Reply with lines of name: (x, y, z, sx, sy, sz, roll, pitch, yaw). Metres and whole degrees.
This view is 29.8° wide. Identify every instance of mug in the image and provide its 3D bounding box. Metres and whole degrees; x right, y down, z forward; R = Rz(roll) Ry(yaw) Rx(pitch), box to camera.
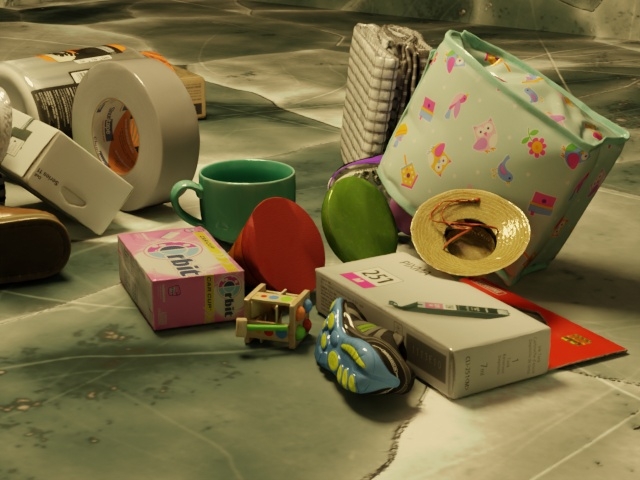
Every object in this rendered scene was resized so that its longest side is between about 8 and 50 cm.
mug: (-0.112, -0.049, 1.638, 0.158, 0.097, 0.129, 5, 19, 14)

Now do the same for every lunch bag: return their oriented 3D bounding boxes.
lunch bag: (0.211, -0.110, 1.505, 0.262, 0.223, 0.160, 39, 30, 24)

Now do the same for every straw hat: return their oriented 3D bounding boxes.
straw hat: (0.175, 0.009, 1.402, 0.144, 0.061, 0.144, -5, 45, 5)

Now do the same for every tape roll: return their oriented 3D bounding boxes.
tape roll: (-0.273, -0.156, 1.764, 0.219, 0.219, 0.072, 18, 24, 42)

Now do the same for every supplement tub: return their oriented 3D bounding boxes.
supplement tub: (-0.393, -0.219, 1.988, 0.193, 0.193, 0.316, 15, 23, 37)

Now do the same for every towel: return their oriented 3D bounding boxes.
towel: (0.113, -0.222, 1.955, 0.121, 0.235, 0.283, 4, 18, -8)

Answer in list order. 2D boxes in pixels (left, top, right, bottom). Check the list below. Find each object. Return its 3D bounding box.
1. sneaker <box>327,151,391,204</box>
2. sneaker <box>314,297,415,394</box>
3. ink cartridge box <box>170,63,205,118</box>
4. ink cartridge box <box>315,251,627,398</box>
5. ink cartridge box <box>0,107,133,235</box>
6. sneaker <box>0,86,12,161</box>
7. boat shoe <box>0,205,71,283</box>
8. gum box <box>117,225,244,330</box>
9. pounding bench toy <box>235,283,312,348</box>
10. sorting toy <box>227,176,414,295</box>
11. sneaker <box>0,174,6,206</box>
sneaker: (0.152, -0.089, 1.759, 0.293, 0.102, 0.146, -1, 18, -5)
sneaker: (0.045, 0.114, 1.233, 0.078, 0.067, 0.188, 17, 11, -20)
ink cartridge box: (-0.361, -0.293, 2.375, 0.193, 0.088, 0.235, -11, 22, -28)
ink cartridge box: (0.163, 0.076, 1.336, 0.239, 0.060, 0.275, -11, 22, -28)
ink cartridge box: (-0.380, -0.101, 1.694, 0.153, 0.087, 0.208, 40, -9, -39)
sneaker: (-0.583, -0.179, 1.653, 0.210, 0.137, 0.366, 3, 8, -38)
boat shoe: (-0.466, 0.008, 1.466, 0.307, 0.110, 0.104, 3, 12, -26)
gum box: (-0.169, 0.039, 1.426, 0.107, 0.062, 0.188, -7, 20, -21)
pounding bench toy: (-0.049, 0.088, 1.301, 0.065, 0.052, 0.083, 7, 20, 17)
sorting toy: (0.000, 0.000, 1.544, 0.126, 0.127, 0.365, -23, -4, 41)
sneaker: (-0.600, -0.063, 1.689, 0.281, 0.106, 0.162, -2, 10, -41)
